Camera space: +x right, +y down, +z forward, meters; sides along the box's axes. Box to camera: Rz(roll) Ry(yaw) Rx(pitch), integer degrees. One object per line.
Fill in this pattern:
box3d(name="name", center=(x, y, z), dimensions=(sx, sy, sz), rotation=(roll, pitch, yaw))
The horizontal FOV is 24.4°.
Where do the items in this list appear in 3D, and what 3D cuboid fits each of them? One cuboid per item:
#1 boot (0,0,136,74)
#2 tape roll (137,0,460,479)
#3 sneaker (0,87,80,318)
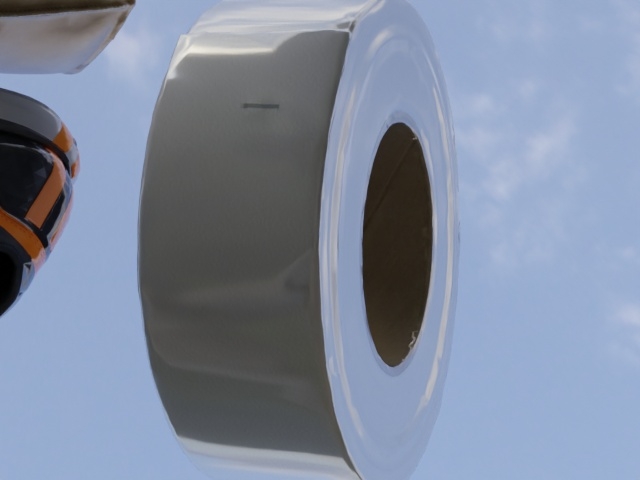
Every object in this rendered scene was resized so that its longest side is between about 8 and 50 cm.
box3d(name="boot", center=(-0.207, -0.185, 0.879), dimensions=(0.236, 0.269, 0.089), rotation=(-42, -109, 35))
box3d(name="tape roll", center=(0.000, 0.000, 0.847), dimensions=(0.100, 0.286, 0.286), rotation=(2, -67, 20))
box3d(name="sneaker", center=(-0.317, -0.022, 0.885), dimensions=(0.321, 0.180, 0.124), rotation=(5, -45, 5))
